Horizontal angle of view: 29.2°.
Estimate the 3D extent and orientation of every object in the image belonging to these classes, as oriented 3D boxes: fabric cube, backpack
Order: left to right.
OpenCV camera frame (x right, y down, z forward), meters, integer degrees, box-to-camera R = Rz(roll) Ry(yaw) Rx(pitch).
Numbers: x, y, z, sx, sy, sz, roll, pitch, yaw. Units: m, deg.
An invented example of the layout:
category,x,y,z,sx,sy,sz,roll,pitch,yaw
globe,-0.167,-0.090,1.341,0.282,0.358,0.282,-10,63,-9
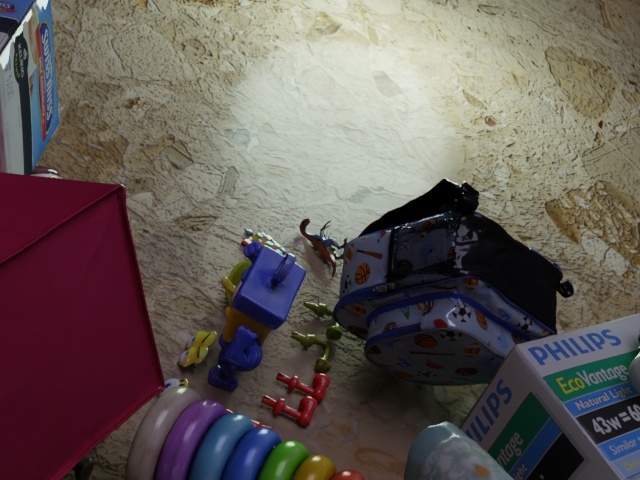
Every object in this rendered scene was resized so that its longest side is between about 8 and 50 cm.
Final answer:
category,x,y,z,sx,sy,sz,roll,pitch,yaw
fabric cube,-0.351,0.087,1.258,0.258,0.254,0.259,7,28,30
backpack,0.155,0.079,1.621,0.276,0.263,0.213,38,59,-37

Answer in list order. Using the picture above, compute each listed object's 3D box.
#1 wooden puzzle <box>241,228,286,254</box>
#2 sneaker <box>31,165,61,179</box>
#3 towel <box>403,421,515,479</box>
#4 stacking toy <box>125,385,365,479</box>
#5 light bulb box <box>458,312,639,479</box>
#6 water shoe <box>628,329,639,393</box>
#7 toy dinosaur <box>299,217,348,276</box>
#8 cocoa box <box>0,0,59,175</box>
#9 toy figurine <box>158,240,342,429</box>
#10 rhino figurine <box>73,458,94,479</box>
category,x,y,z,sx,sy,sz,roll,pitch,yaw
wooden puzzle,-0.082,0.010,1.783,0.083,0.006,0.049,40,40,19
sneaker,-0.439,-0.084,1.644,0.185,0.069,0.084,-12,56,-40
towel,0.217,0.386,1.161,0.090,0.374,0.320,-30,38,-19
stacking toy,-0.037,0.273,1.319,0.330,0.141,0.141,18,35,17
light bulb box,0.417,0.296,1.543,0.358,0.225,0.361,-10,50,-37
water shoe,0.421,0.134,1.513,0.080,0.073,0.203,20,27,41
toy dinosaur,0.000,0.000,1.817,0.082,0.047,0.090,15,45,17
cocoa box,-0.529,-0.205,1.544,0.347,0.231,0.228,7,37,3
toy figurine,-0.048,0.090,1.533,0.191,0.217,0.362,26,38,1
rhino figurine,-0.349,0.269,1.266,0.106,0.073,0.243,22,36,21
